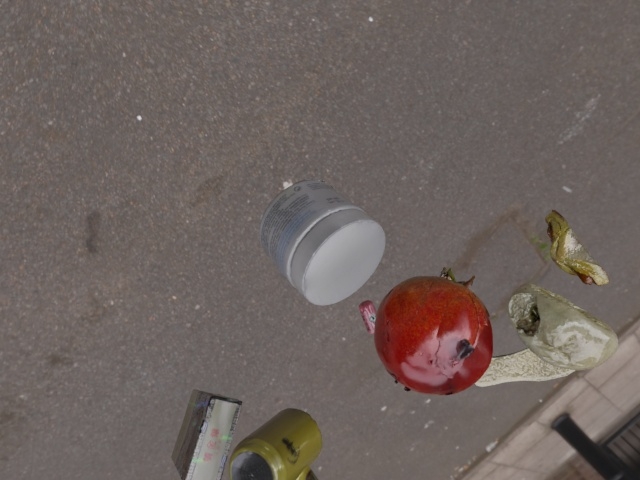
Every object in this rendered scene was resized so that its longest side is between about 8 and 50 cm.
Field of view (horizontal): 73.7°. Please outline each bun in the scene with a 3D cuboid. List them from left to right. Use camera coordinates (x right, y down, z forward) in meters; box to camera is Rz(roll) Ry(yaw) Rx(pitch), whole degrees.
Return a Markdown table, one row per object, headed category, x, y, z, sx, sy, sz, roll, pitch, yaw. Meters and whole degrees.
| category | x | y | z | sx | sy | sz | roll | pitch | yaw |
| --- | --- | --- | --- | --- | --- | --- | --- | --- | --- |
| bun | 0.455 | 0.174 | 0.839 | 0.193 | 0.178 | 0.127 | 26 | 104 | -13 |

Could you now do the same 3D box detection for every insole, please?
| category | x | y | z | sx | sy | sz | roll | pitch | yaw |
| --- | --- | --- | --- | --- | --- | --- | --- | --- | --- |
| insole | 0.470 | 0.290 | 0.985 | 0.248 | 0.011 | 0.081 | -11 | 88 | 4 |

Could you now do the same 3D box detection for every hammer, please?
| category | x | y | z | sx | sy | sz | roll | pitch | yaw |
| --- | --- | --- | --- | --- | --- | --- | --- | --- | --- |
| hammer | 0.122 | 0.187 | 1.041 | 0.043 | 0.043 | 0.083 | -21 | 95 | -16 |

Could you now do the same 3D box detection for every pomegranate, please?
| category | x | y | z | sx | sy | sz | roll | pitch | yaw |
| --- | --- | --- | --- | --- | --- | --- | --- | --- | --- |
| pomegranate | 0.202 | 0.157 | 0.762 | 0.235 | 0.210 | 0.210 | -55 | 147 | -38 |

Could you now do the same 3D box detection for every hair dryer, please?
| category | x | y | z | sx | sy | sz | roll | pitch | yaw |
| --- | --- | --- | --- | --- | --- | --- | --- | --- | --- |
| hair dryer | -0.006 | 0.378 | 0.590 | 0.090 | 0.278 | 0.135 | -43 | 164 | 14 |

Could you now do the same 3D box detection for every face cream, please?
| category | x | y | z | sx | sy | sz | roll | pitch | yaw |
| --- | --- | --- | --- | --- | --- | --- | --- | --- | --- |
| face cream | 0.000 | 0.000 | 0.751 | 0.177 | 0.153 | 0.177 | -24 | 137 | -25 |

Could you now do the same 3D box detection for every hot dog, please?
| category | x | y | z | sx | sy | sz | roll | pitch | yaw |
| --- | --- | --- | --- | --- | --- | --- | --- | --- | --- |
| hot dog | 0.478 | 0.022 | 0.826 | 0.061 | 0.168 | 0.078 | -35 | 159 | 18 |

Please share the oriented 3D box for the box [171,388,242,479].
| category | x | y | z | sx | sy | sz | roll | pitch | yaw |
| --- | --- | --- | --- | --- | --- | --- | --- | --- | --- |
| box | -0.304 | 0.500 | 1.111 | 0.084 | 0.310 | 0.198 | 21 | 68 | -18 |
